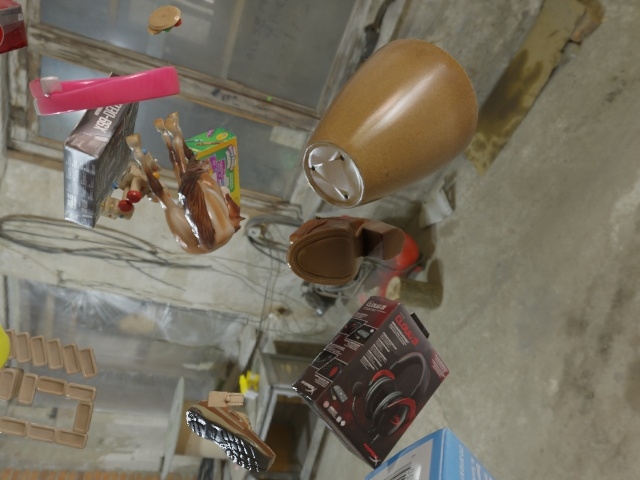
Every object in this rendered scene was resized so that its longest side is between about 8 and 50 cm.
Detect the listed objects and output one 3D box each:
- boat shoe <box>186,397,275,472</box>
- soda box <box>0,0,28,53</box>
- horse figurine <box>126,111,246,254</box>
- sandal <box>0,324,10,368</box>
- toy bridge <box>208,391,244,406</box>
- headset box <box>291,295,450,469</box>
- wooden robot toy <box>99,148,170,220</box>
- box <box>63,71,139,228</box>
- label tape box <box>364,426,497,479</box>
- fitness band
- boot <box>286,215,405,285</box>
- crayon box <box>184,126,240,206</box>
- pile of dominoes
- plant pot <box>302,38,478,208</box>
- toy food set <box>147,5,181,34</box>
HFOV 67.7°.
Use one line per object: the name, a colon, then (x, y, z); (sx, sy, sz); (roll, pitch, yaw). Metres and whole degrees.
boat shoe: (-0.275, 0.603, 1.527); (0.120, 0.323, 0.123); (-33, -34, -56)
soda box: (-0.699, -0.392, 0.900); (0.263, 0.083, 0.092); (-53, -13, -48)
horse figurine: (-0.139, -0.052, 0.534); (0.263, 0.066, 0.175); (-125, 12, -68)
sandal: (-0.538, 0.117, 0.540); (0.138, 0.317, 0.126); (-19, 64, 49)
toy bridge: (-0.170, 0.285, 0.856); (0.188, 0.063, 0.026); (127, 146, -68)
headset box: (0.120, 0.275, 0.991); (0.293, 0.218, 0.110); (-44, 21, -22)
wooden robot toy: (-0.282, -0.071, 0.763); (0.173, 0.079, 0.076); (-36, 49, 32)
box: (-0.526, -0.206, 1.147); (0.307, 0.076, 0.243); (-47, 25, 52)
label tape box: (0.157, 0.347, 0.318); (0.115, 0.348, 0.249); (-41, 1, 22)
fitness band: (-0.354, -0.250, 0.784); (0.290, 0.208, 0.054); (20, 125, 50)
boot: (0.000, 0.000, 0.949); (0.220, 0.283, 0.109); (13, 115, 48)
crayon box: (-0.340, -0.189, 1.477); (0.081, 0.165, 0.279); (32, 137, 29)
pile of dominoes: (-0.554, 0.281, 0.936); (0.040, 0.250, 0.196); (87, -166, -86)
plant pot: (0.092, -0.170, 0.783); (0.254, 0.237, 0.237); (-42, -5, -34)
toy food set: (-0.362, -0.516, 1.113); (0.020, 0.082, 0.083); (69, -160, -60)
